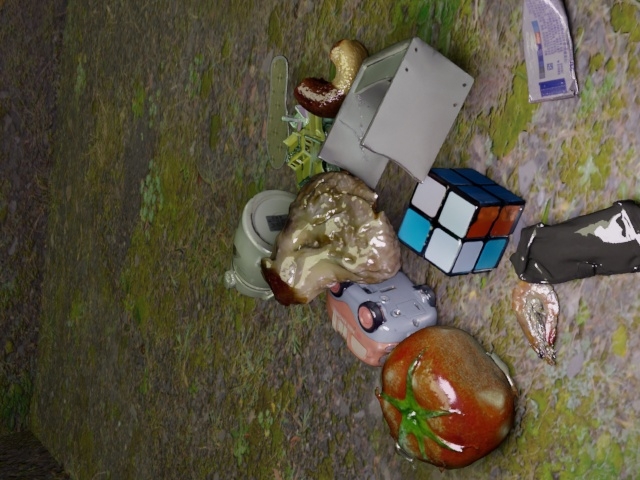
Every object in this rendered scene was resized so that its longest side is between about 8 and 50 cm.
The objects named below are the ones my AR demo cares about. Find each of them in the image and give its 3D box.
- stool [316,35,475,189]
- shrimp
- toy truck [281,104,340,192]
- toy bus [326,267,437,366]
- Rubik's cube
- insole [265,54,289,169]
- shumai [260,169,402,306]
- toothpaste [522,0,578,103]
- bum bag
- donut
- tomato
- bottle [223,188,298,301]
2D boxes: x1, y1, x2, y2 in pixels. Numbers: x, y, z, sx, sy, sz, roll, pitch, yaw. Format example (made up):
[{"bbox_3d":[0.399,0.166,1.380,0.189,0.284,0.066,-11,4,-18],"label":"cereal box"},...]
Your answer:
[{"bbox_3d":[0.158,-0.267,1.696,0.270,0.170,0.243,-64,20,-9],"label":"stool"},{"bbox_3d":[0.453,0.167,1.626,0.101,0.042,0.190,-23,75,38],"label":"shrimp"},{"bbox_3d":[-0.039,-0.241,2.018,0.128,0.135,0.260,-36,49,41],"label":"toy truck"},{"bbox_3d":[0.128,0.178,1.877,0.288,0.194,0.232,47,135,37],"label":"toy bus"},{"bbox_3d":[0.298,-0.042,1.674,0.167,0.183,0.180,40,123,39],"label":"Rubik's cube"},{"bbox_3d":[-0.121,-0.363,2.232,0.109,0.007,0.322,11,102,46],"label":"insole"},{"bbox_3d":[-0.003,0.001,1.738,0.346,0.283,0.217,54,168,41],"label":"shumai"},{"bbox_3d":[0.453,-0.421,1.572,0.099,0.068,0.283,-156,56,-76],"label":"toothpaste"},{"bbox_3d":[0.512,0.007,1.528,0.326,0.079,0.142,-12,92,44],"label":"bum bag"},{"bbox_3d":[0.038,-0.396,1.953,0.141,0.085,0.217,46,105,17],"label":"donut"},{"bbox_3d":[0.277,0.336,1.686,0.303,0.239,0.304,30,128,46],"label":"tomato"},{"bbox_3d":[-0.135,0.036,2.123,0.229,0.229,0.352,64,153,22],"label":"bottle"}]
